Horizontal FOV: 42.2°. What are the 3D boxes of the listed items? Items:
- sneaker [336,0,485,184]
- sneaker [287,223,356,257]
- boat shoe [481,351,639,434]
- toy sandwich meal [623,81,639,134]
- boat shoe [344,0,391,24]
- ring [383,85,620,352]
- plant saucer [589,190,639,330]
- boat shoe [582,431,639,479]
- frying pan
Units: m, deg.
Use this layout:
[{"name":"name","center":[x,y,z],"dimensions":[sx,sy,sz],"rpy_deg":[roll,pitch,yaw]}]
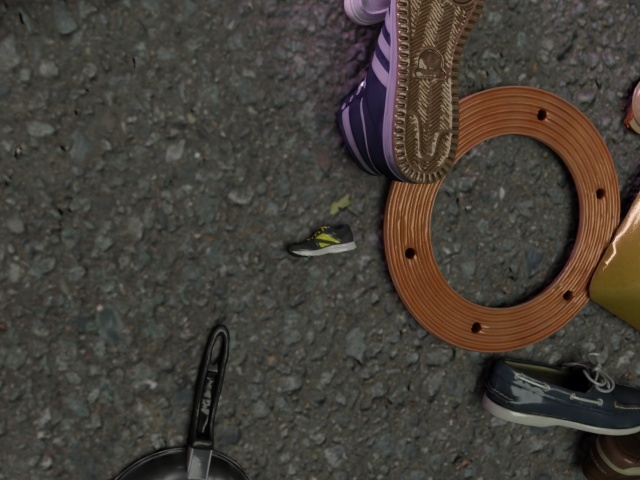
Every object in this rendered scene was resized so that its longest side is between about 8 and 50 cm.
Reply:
[{"name":"sneaker","center":[0.092,-0.200,0.901],"dimensions":[0.099,0.153,0.282],"rpy_deg":[8,89,-19]},{"name":"sneaker","center":[0.000,0.000,0.963],"dimensions":[0.083,0.031,0.035],"rpy_deg":[-8,89,-23]},{"name":"boat shoe","center":[0.334,0.194,1.087],"dimensions":[0.255,0.095,0.079],"rpy_deg":[8,108,-12]},{"name":"toy sandwich meal","center":[0.435,-0.177,1.091],"dimensions":[0.086,0.029,0.085],"rpy_deg":[-2,95,-20]},{"name":"boat shoe","center":[0.108,-0.306,0.926],"dimensions":[0.184,0.063,0.066],"rpy_deg":[-34,109,-12]},{"name":"ring","center":[0.230,-0.024,1.040],"dimensions":[0.337,0.032,0.336],"rpy_deg":[-4,101,-21]},{"name":"plant saucer","center":[0.565,0.007,1.127],"dimensions":[0.333,0.081,0.332],"rpy_deg":[30,88,-28]},{"name":"boat shoe","center":[0.475,0.303,1.170],"dimensions":[0.258,0.095,0.095],"rpy_deg":[8,131,-24]},{"name":"frying pan","center":[-0.126,0.282,0.957],"dimensions":[0.197,0.053,0.326],"rpy_deg":[35,90,-23]}]
